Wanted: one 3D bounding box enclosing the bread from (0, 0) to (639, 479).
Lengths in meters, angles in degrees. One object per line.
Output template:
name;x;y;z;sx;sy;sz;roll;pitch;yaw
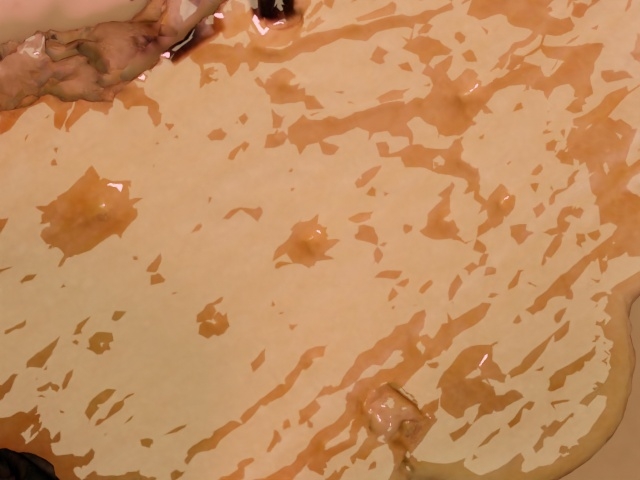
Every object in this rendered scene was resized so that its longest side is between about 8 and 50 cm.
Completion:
bread;0.000;0.000;0.543;0.251;0.039;0.181;-22;95;-7

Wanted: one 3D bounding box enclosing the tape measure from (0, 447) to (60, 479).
tape measure;-0.145;0.156;0.460;0.115;0.207;0.235;35;125;-2
